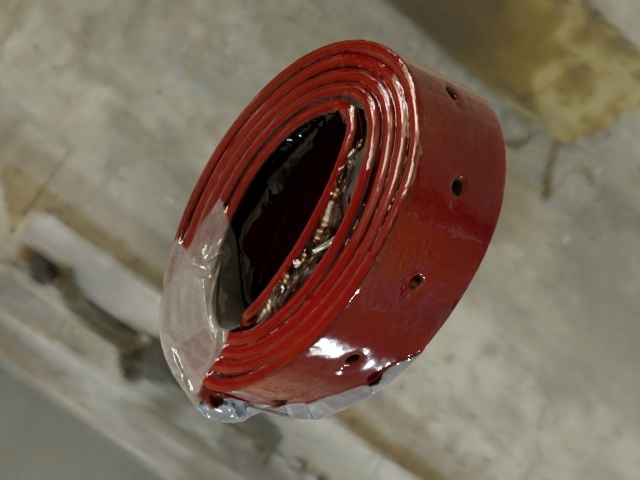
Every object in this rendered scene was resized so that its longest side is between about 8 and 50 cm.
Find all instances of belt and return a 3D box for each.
[{"bbox_3d":[0.000,0.000,1.311,0.115,0.324,0.227,22,-159,-41],"label":"belt"}]
